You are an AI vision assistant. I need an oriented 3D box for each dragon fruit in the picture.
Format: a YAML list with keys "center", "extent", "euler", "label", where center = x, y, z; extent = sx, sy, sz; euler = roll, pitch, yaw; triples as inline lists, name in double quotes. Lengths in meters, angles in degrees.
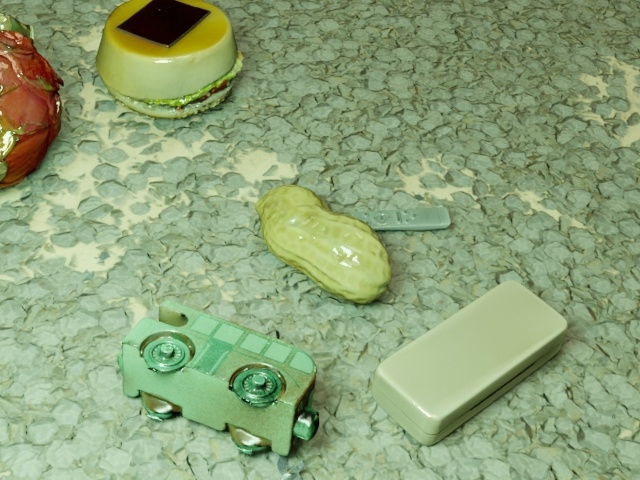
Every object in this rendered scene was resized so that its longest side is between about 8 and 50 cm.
- center: [-0.601, -0.239, 1.848]
  extent: [0.278, 0.277, 0.342]
  euler: [15, 83, 7]
  label: "dragon fruit"

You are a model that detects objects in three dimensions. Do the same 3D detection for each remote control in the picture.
- center: [0.150, -0.036, 1.923]
  extent: [0.184, 0.027, 0.050]
  euler: [-2, 43, -4]
  label: "remote control"

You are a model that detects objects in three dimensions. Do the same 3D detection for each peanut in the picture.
- center: [0.000, 0.000, 1.794]
  extent: [0.306, 0.147, 0.147]
  euler: [31, 48, 28]
  label: "peanut"

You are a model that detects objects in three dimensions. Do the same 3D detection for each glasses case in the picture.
- center: [0.245, 0.192, 1.664]
  extent: [0.336, 0.076, 0.144]
  euler: [-28, 53, -31]
  label: "glasses case"

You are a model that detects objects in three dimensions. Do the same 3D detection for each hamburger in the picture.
- center: [-0.308, -0.369, 2.090]
  extent: [0.300, 0.176, 0.300]
  euler: [3, 45, -3]
  label: "hamburger"

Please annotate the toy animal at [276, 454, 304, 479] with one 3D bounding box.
- center: [-0.045, 0.344, 1.500]
  extent: [0.050, 0.028, 0.084]
  euler: [-14, 47, -33]
  label: "toy animal"

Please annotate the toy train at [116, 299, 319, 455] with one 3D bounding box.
- center: [-0.144, 0.210, 1.552]
  extent: [0.326, 0.129, 0.159]
  euler: [18, 40, 15]
  label: "toy train"
